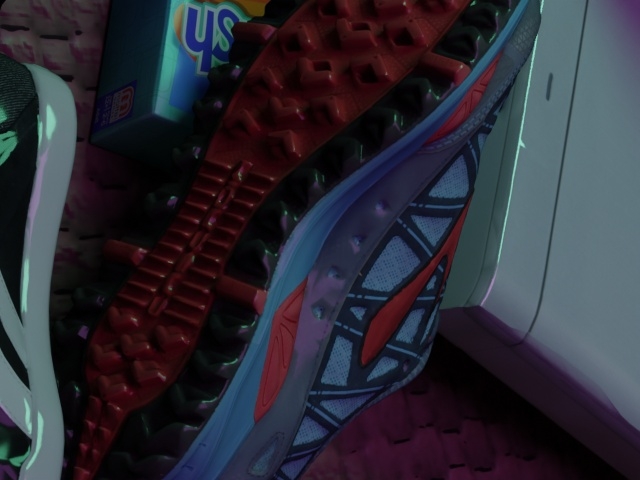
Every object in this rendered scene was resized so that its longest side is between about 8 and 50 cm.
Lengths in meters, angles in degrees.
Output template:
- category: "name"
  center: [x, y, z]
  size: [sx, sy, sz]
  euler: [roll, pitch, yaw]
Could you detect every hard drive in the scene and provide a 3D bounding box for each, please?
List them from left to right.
- category: "hard drive"
  center: [0.184, 0.014, 0.798]
  size: [0.353, 0.047, 0.233]
  euler: [38, 53, -38]

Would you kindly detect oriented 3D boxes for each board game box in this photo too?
- category: "board game box"
  center: [-0.010, -0.116, 0.689]
  size: [0.160, 0.047, 0.210]
  euler: [21, 65, -38]

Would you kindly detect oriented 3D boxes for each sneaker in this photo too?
- category: "sneaker"
  center: [-0.149, 0.026, 0.500]
  size: [0.121, 0.079, 0.217]
  euler: [19, 56, -34]
- category: "sneaker"
  center: [0.000, 0.000, 0.602]
  size: [0.262, 0.104, 0.125]
  euler: [-53, 142, -11]

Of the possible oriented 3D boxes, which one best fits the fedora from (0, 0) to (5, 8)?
- category: "fedora"
  center: [-0.199, -0.090, 0.392]
  size: [0.334, 0.334, 0.153]
  euler: [14, 101, -40]
